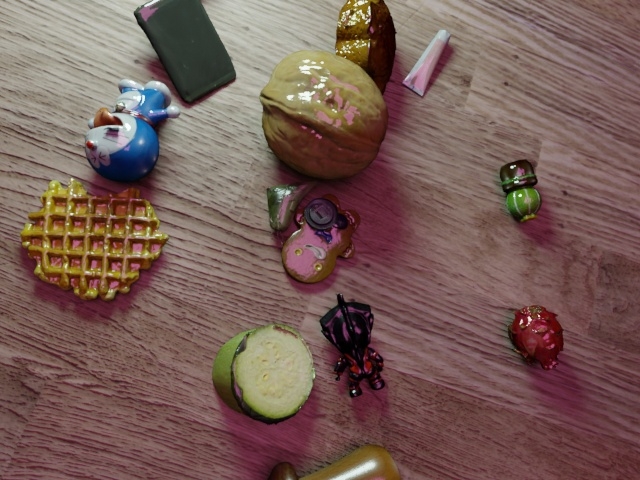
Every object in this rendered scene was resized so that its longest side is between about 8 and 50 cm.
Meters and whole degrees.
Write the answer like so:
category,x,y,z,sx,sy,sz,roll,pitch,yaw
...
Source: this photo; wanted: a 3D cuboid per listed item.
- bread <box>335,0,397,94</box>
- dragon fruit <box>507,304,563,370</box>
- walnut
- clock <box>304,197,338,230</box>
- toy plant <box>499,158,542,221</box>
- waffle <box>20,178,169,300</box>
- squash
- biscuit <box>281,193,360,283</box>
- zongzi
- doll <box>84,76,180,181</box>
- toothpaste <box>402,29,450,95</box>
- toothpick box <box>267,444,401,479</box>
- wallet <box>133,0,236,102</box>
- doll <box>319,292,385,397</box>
category,x,y,z,sx,sy,sz,roll,pitch,yaw
bread,0.121,-0.507,1.323,0.135,0.232,0.246,6,67,17
dragon fruit,0.549,0.242,1.313,0.136,0.133,0.165,-27,82,27
walnut,0.004,-0.294,1.238,0.313,0.277,0.252,21,45,-2
clock,0.002,-0.065,1.280,0.085,0.017,0.085,2,71,-7
toy plant,0.542,-0.131,1.399,0.093,0.093,0.162,-9,80,-13
waffle,-0.512,-0.013,1.182,0.301,0.058,0.281,26,75,-5
squash,-0.123,0.304,1.189,0.220,0.133,0.220,8,72,-25
biscuit,0.000,0.000,1.295,0.180,0.039,0.236,34,76,-4
zongzi,-0.061,-0.069,1.263,0.131,0.062,0.154,-8,73,4
doll,-0.438,-0.260,1.196,0.215,0.161,0.256,0,65,17
toothpaste,0.304,-0.500,1.453,0.067,0.043,0.194,32,81,-6
toothpick box,0.019,0.550,1.115,0.295,0.192,0.192,-11,81,-19
wallet,-0.329,-0.483,1.284,0.169,0.052,0.245,-34,113,-18
doll,0.075,0.245,1.240,0.127,0.088,0.248,-22,93,-35
